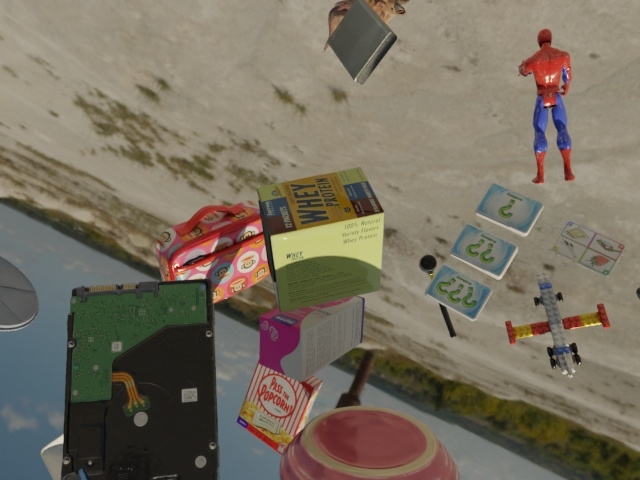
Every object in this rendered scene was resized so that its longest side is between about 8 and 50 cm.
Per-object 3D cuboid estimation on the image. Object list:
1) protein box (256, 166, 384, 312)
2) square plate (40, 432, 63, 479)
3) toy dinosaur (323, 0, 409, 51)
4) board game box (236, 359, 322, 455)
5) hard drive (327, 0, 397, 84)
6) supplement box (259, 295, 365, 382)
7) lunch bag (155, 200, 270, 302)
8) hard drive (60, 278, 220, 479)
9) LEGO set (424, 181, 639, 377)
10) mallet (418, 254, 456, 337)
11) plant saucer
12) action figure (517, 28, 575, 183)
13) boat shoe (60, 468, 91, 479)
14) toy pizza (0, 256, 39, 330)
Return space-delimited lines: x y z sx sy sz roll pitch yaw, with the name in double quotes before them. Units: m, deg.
"protein box" 0.000 0.000 1.023 0.136 0.199 0.201 -111 13 -44
"square plate" -0.463 0.561 1.312 0.347 0.344 0.049 56 -164 10
"toy dinosaur" 0.101 -0.579 1.411 0.295 0.127 0.200 -5 174 36
"board game box" -0.094 0.362 1.244 0.146 0.194 0.045 27 -162 22
"hard drive" 0.066 -0.334 0.922 0.022 0.094 0.135 17 -145 -38
"supplement box" -0.014 0.185 1.141 0.111 0.114 0.220 14 -159 33
"lunch bag" -0.254 0.022 1.377 0.120 0.293 0.258 42 144 36
"hard drive" -0.288 0.238 0.907 0.236 0.339 0.064 -4 164 -8
"LEGO set" 0.270 0.044 0.676 0.244 0.183 0.060 31 175 29
"mallet" 0.262 0.121 1.233 0.039 0.190 0.062 -19 179 5
"plant saucer" 0.089 0.400 1.027 0.331 0.084 0.332 1 -170 0
"action figure" 0.439 -0.260 1.076 0.091 0.281 0.139 -4 -168 17
"boat shoe" -0.305 0.419 0.706 0.089 0.259 0.109 -13 -163 -26
"toy pizza" -0.571 0.081 0.926 0.201 0.032 0.201 42 -169 -10
